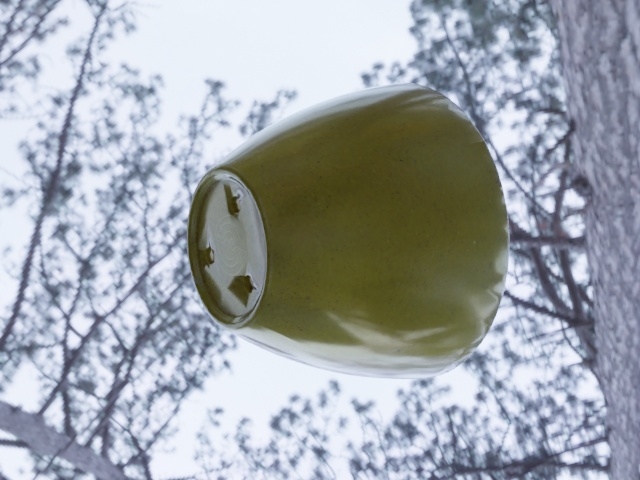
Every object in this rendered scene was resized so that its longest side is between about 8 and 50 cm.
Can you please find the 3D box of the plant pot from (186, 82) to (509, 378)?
[{"bbox_3d":[0.000,0.000,0.448,0.095,0.134,0.134,-6,-140,-36],"label":"plant pot"}]
